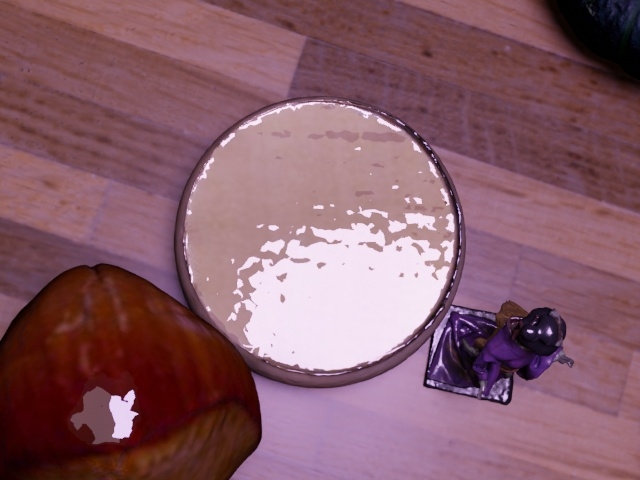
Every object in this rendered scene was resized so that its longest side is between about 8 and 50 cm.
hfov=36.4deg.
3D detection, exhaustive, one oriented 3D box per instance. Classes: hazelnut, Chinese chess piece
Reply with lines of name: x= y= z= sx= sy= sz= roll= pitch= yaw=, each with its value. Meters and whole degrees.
hazelnut: x=-0.170 y=0.130 z=0.748 sx=0.229 sy=0.229 sz=0.229 roll=1 pitch=81 yaw=-5
Chinese chess piece: x=0.000 y=0.000 z=0.832 sx=0.250 sy=0.103 sz=0.249 roll=1 pitch=81 yaw=-4

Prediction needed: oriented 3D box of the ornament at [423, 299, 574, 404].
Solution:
ornament: x=0.158 y=0.089 z=0.786 sx=0.081 sy=0.203 sz=0.088 roll=12 pitch=78 yaw=-11

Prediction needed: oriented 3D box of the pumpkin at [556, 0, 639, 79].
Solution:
pumpkin: x=0.332 y=-0.265 z=0.862 sx=0.248 sy=0.248 sz=0.248 roll=1 pitch=81 yaw=-5
